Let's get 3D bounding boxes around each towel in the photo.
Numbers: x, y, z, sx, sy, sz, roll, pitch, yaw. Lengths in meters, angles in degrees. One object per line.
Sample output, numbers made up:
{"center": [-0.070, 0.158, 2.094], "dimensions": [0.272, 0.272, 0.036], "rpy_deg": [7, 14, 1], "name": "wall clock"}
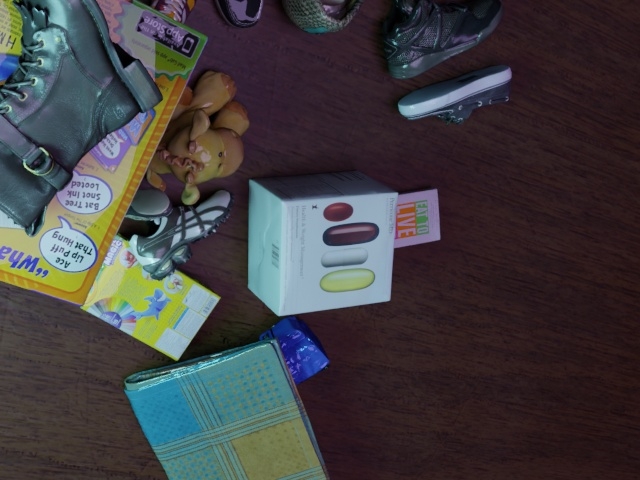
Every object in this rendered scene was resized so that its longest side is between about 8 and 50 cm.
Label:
{"center": [-0.147, 0.344, 1.625], "dimensions": [0.272, 0.040, 0.370], "rpy_deg": [-16, 119, 5], "name": "towel"}

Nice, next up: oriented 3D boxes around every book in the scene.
{"center": [0.142, -0.038, 1.692], "dimensions": [0.144, 0.035, 0.096], "rpy_deg": [-11, 108, -22], "name": "book"}

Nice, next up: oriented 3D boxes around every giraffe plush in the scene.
{"center": [-0.183, -0.144, 1.403], "dimensions": [0.210, 0.170, 0.181], "rpy_deg": [-28, 118, -16], "name": "giraffe plush"}

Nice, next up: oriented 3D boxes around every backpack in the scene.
{"center": [-0.063, 0.197, 1.633], "dimensions": [0.120, 0.098, 0.101], "rpy_deg": [-37, 112, 3], "name": "backpack"}

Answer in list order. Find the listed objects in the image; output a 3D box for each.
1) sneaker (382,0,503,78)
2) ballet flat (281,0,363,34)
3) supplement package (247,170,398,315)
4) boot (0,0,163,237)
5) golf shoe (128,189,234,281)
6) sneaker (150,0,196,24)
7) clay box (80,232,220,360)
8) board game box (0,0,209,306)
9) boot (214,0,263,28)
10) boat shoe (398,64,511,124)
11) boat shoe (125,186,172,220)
{"center": [0.199, -0.371, 1.568], "dimensions": [0.228, 0.087, 0.130], "rpy_deg": [-28, 125, -10], "name": "sneaker"}
{"center": [0.089, -0.529, 1.400], "dimensions": [0.164, 0.182, 0.482], "rpy_deg": [18, 99, -30], "name": "ballet flat"}
{"center": [0.000, 0.000, 1.561], "dimensions": [0.203, 0.149, 0.194], "rpy_deg": [-7, 110, -24], "name": "supplement package"}
{"center": [-0.307, -0.152, 0.966], "dimensions": [0.229, 0.091, 0.263], "rpy_deg": [-42, 123, -8], "name": "boot"}
{"center": [-0.213, -0.030, 1.470], "dimensions": [0.094, 0.077, 0.198], "rpy_deg": [47, 55, -10], "name": "golf shoe"}
{"center": [-0.221, -0.321, 1.372], "dimensions": [0.070, 0.084, 0.185], "rpy_deg": [26, 95, -32], "name": "sneaker"}
{"center": [-0.283, 0.084, 1.502], "dimensions": [0.222, 0.053, 0.127], "rpy_deg": [36, 87, -30], "name": "clay box"}
{"center": [-0.417, -0.187, 1.160], "dimensions": [0.357, 0.356, 0.356], "rpy_deg": [23, 96, -32], "name": "board game box"}
{"center": [-0.092, -0.414, 1.349], "dimensions": [0.085, 0.179, 0.236], "rpy_deg": [-8, 110, -25], "name": "boot"}
{"center": [0.238, -0.239, 1.646], "dimensions": [0.229, 0.080, 0.076], "rpy_deg": [-24, 116, -26], "name": "boat shoe"}
{"center": [-0.264, -0.050, 1.420], "dimensions": [0.049, 0.137, 0.043], "rpy_deg": [-55, 132, -26], "name": "boat shoe"}
